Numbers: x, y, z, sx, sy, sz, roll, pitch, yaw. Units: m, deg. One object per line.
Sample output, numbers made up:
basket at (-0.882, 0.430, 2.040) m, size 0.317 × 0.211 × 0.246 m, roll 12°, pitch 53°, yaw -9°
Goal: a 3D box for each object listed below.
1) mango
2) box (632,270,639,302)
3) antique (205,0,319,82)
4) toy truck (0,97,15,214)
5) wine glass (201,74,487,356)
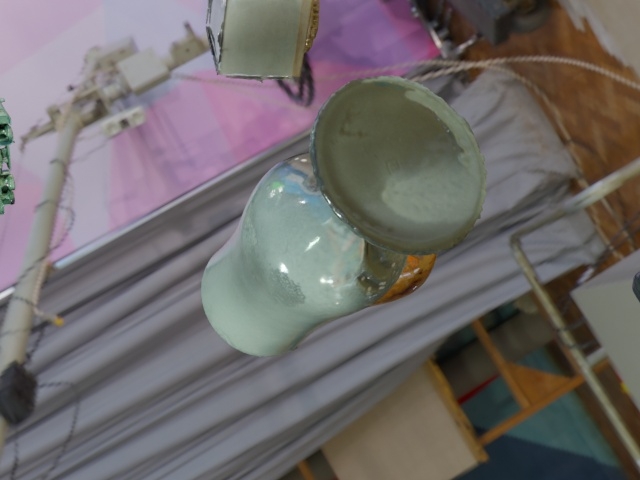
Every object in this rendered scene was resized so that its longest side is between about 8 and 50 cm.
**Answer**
mango at (0.030, 0.019, 0.773) m, size 0.077 × 0.127 × 0.063 m, roll 61°, pitch -159°, yaw -1°
box at (0.536, 0.120, 1.325) m, size 0.050 × 0.160 × 0.230 m, roll 105°, pitch 145°, yaw -58°
antique at (-0.083, -0.326, 1.415) m, size 0.147 × 0.147 × 0.152 m, roll -108°, pitch 22°, yaw -45°
toy truck at (-0.447, -0.114, 1.330) m, size 0.175 × 0.067 × 0.081 m, roll 101°, pitch 148°, yaw -43°
wine glass at (0.000, 0.000, 0.605) m, size 0.103 × 0.103 × 0.231 m, roll 58°, pitch 151°, yaw 8°
